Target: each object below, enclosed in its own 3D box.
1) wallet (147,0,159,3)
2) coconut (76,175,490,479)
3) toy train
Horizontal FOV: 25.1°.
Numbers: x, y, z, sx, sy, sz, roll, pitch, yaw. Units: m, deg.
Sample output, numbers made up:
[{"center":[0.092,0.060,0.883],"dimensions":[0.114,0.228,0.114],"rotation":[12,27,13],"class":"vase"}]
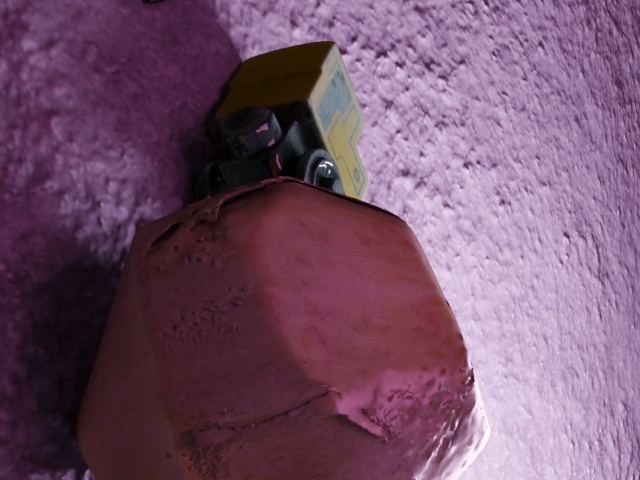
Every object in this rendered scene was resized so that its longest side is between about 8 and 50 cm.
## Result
[{"center":[-0.121,-0.315,1.473],"dimensions":[0.232,0.025,0.119],"rotation":[-30,110,-59],"class":"wallet"},{"center":[-0.043,0.119,1.241],"dimensions":[0.353,0.353,0.352],"rotation":[19,68,-58],"class":"coconut"},{"center":[0.000,0.000,1.512],"dimensions":[0.237,0.150,0.369],"rotation":[-64,139,-52],"class":"toy train"}]
